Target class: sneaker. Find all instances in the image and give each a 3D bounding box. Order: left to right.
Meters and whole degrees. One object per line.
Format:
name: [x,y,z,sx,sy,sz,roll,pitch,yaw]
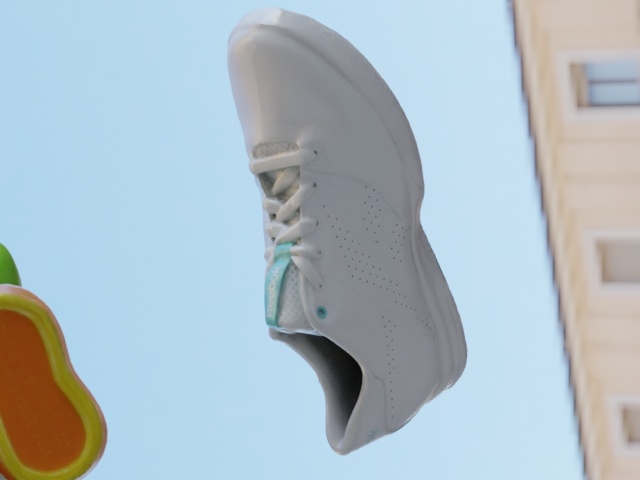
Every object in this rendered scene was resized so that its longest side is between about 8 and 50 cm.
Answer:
sneaker: [0.000,0.000,0.912,0.094,0.080,0.212,-39,-65,-38]

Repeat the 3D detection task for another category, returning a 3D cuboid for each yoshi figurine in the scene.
yoshi figurine: [-0.229,0.093,1.079,0.362,0.203,0.203,159,114,-76]
